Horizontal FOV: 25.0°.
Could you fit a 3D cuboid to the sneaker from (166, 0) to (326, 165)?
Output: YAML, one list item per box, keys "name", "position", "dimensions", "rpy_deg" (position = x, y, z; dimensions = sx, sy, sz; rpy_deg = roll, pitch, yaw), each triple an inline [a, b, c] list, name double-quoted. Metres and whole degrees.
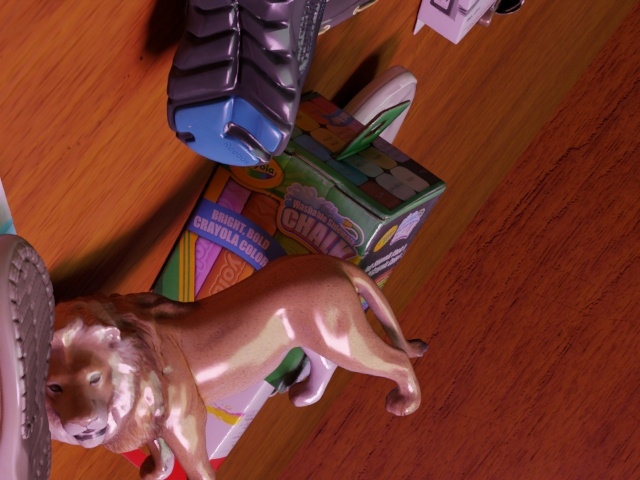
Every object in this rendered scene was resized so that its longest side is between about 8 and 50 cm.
- name: "sneaker"
  position: [-0.043, -0.215, 1.008]
  dimensions: [0.341, 0.125, 0.140]
  rpy_deg: [111, -8, -45]

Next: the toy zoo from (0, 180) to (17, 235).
- name: "toy zoo"
  position: [-0.277, 0.047, 0.954]
  dimensions: [0.192, 0.030, 0.293]
  rpy_deg: [-50, 168, -21]

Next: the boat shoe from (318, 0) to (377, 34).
- name: "boat shoe"
  position: [0.021, -0.234, 1.229]
  dimensions: [0.228, 0.081, 0.069]
  rpy_deg: [-34, 161, -41]

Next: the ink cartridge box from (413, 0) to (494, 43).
- name: "ink cartridge box"
  position: [0.172, -0.303, 1.661]
  dimensions: [0.104, 0.060, 0.180]
  rpy_deg: [-49, 168, -25]

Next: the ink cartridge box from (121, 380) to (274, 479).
- name: "ink cartridge box"
  position: [-0.138, 0.165, 1.593]
  dimensions: [0.231, 0.134, 0.078]
  rpy_deg: [-55, 169, 1]

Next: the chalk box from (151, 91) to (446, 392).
- name: "chalk box"
  position: [-0.008, -0.028, 1.457]
  dimensions: [0.289, 0.179, 0.180]
  rpy_deg: [-60, 166, 23]

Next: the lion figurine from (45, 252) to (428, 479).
- name: "lion figurine"
  position: [-0.078, 0.096, 1.294]
  dimensions: [0.392, 0.142, 0.240]
  rpy_deg: [-28, 123, -23]

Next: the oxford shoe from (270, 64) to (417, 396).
- name: "oxford shoe"
  position: [0.000, 0.000, 1.694]
  dimensions: [0.449, 0.130, 0.169]
  rpy_deg: [-58, 166, 13]

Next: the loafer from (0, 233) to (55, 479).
- name: "loafer"
  position: [-0.236, 0.109, 0.986]
  dimensions: [0.102, 0.092, 0.268]
  rpy_deg: [-84, -178, -53]

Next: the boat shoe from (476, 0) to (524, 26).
- name: "boat shoe"
  position: [0.229, -0.320, 1.829]
  dimensions: [0.183, 0.066, 0.066]
  rpy_deg: [-45, 166, -36]
